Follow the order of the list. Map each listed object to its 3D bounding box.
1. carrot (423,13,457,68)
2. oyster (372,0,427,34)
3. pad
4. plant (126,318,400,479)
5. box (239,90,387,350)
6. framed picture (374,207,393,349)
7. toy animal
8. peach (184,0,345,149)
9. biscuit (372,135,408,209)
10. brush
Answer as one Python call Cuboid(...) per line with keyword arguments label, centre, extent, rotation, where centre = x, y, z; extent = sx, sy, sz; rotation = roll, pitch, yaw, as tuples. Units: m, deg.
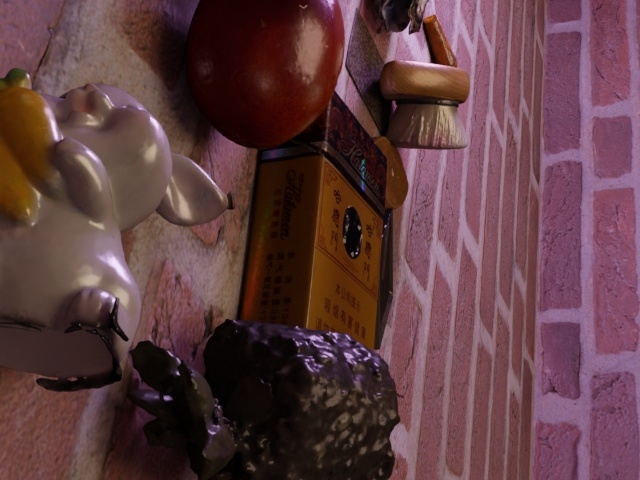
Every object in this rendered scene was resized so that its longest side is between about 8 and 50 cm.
Cuboid(label="carrot", centre=(0.297, -0.486, 2.164), extent=(0.161, 0.055, 0.055), rotation=(62, 33, -29))
Cuboid(label="oyster", centre=(0.185, -0.567, 1.842), extent=(0.162, 0.158, 0.351), rotation=(122, -18, -46))
Cuboid(label="pad", centre=(0.104, -0.335, 1.759), extent=(0.235, 0.003, 0.158), rotation=(55, 38, -49))
Cuboid(label="plant", centre=(-0.077, 0.205, 0.996), extent=(0.312, 0.215, 0.213), rotation=(2, 98, -41))
Cuboid(label="box", centre=(0.000, 0.000, 1.335), extent=(0.264, 0.115, 0.416), rotation=(42, 49, -56))
Cuboid(label="framed picture", centre=(0.116, 0.061, 1.591), extent=(0.265, 0.018, 0.192), rotation=(-58, 149, -71))
Cuboid(label="toy animal", centre=(-0.218, -0.025, 0.792), extent=(0.247, 0.182, 0.310), rotation=(66, 25, -46))
Cuboid(label="peach", centre=(-0.075, -0.237, 1.119), extent=(0.243, 0.199, 0.244), rotation=(-164, -90, -80))
Cuboid(label="biscuit", centre=(0.133, -0.133, 1.757), extent=(0.220, 0.028, 0.142), rotation=(29, 58, -62))
Cuboid(label="brush", centre=(0.198, -0.274, 1.767), extent=(0.266, 0.174, 0.166), rotation=(0, 96, -58))
